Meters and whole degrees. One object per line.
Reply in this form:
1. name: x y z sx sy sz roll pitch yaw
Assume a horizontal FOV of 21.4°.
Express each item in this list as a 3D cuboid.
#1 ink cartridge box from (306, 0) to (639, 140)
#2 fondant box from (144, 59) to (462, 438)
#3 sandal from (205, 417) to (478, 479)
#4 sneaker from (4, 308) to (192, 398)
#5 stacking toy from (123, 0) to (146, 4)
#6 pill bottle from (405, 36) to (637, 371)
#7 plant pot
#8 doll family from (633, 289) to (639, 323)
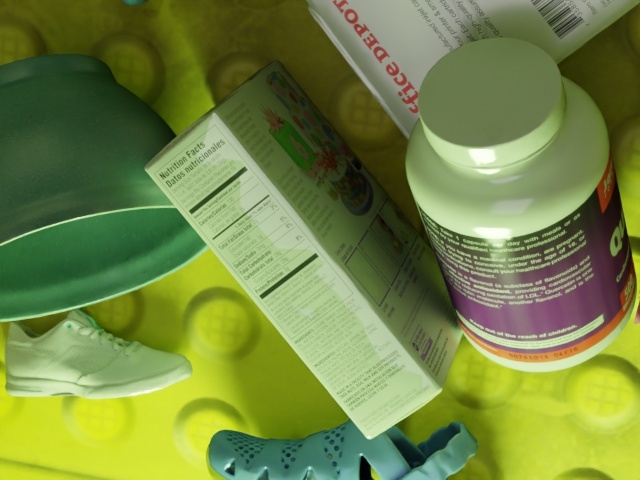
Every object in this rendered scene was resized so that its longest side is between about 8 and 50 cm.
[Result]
1. ink cartridge box: 0.152 -0.241 1.599 0.273 0.115 0.198 -36 96 19
2. fondant box: 0.000 0.000 1.637 0.096 0.238 0.330 -36 97 20
3. sandal: 0.039 0.234 1.770 0.317 0.126 0.138 11 105 0
4. sneaker: -0.242 0.118 1.813 0.212 0.080 0.094 -2 94 13
5. stacking toy: -0.046 -0.317 1.563 0.301 0.175 0.166 -1 106 21
6. pill bottle: 0.183 -0.031 1.546 0.181 0.182 0.323 -7 143 13
7. plant pot: -0.266 -0.062 1.672 0.293 0.293 0.196 -23 75 17
8. doll family: 0.392 0.028 1.604 0.163 0.118 0.263 14 123 13
